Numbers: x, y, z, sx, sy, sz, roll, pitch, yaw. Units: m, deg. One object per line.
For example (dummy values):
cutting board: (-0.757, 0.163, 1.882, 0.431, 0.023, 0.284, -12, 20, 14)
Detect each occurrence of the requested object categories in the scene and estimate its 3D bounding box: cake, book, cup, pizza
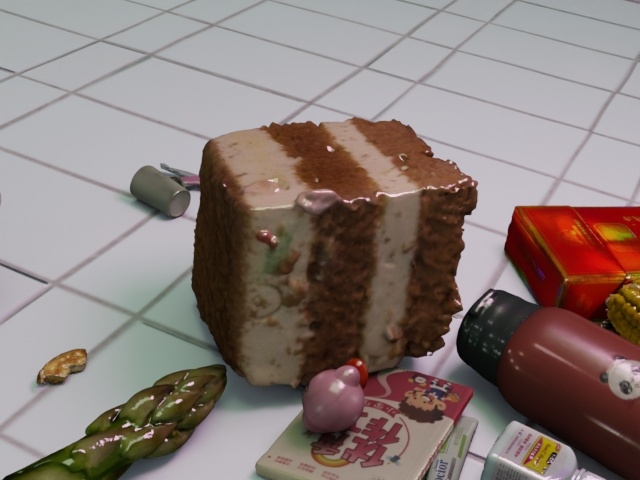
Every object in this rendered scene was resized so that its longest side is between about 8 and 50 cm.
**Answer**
cake: (0.000, 0.000, 1.162, 0.290, 0.256, 0.282, -2, 26, -19)
book: (0.055, 0.209, 1.058, 0.162, 0.022, 0.232, 13, 30, 25)
cup: (-0.237, -0.072, 1.450, 0.083, 0.054, 0.075, 30, 9, 28)
pizza: (-0.299, 0.148, 1.107, 0.037, 0.016, 0.083, 20, 30, 22)

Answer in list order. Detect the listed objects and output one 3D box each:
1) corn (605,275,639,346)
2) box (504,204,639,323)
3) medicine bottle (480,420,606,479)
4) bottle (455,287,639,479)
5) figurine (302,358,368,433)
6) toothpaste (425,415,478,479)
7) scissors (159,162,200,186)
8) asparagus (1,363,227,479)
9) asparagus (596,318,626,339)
corn: (0.487, 0.155, 1.169, 0.102, 0.102, 0.313, -17, 49, -34)
box: (0.451, 0.031, 1.385, 0.313, 0.089, 0.197, -1, 34, -12)
medicine bottle: (0.239, 0.251, 1.014, 0.118, 0.055, 0.074, 24, 34, 25)
bottle: (0.308, 0.164, 1.085, 0.144, 0.144, 0.336, -23, 42, -40)
figurine: (0.016, 0.170, 1.028, 0.067, 0.083, 0.071, 37, 26, 14)
toothpaste: (0.134, 0.246, 1.026, 0.048, 0.029, 0.197, 8, 28, 14)
scissors: (-0.171, -0.091, 1.515, 0.187, 0.020, 0.133, 10, 36, 2)
asparagus: (-0.193, 0.200, 0.990, 0.080, 0.080, 0.287, 27, 36, 28)
asparagus: (0.443, 0.121, 1.291, 0.165, 0.030, 0.036, 2, 53, -12)
